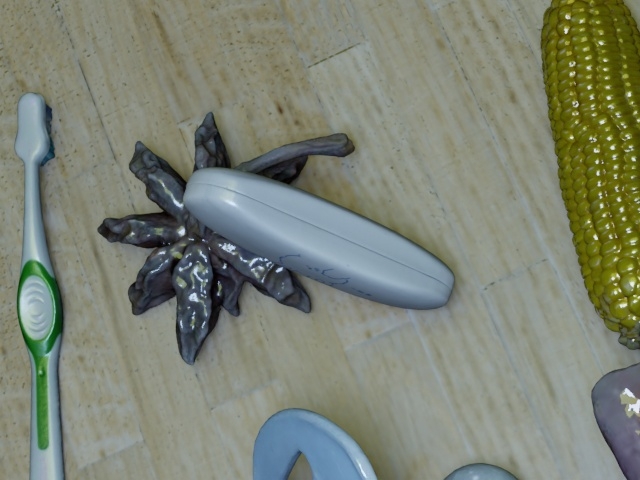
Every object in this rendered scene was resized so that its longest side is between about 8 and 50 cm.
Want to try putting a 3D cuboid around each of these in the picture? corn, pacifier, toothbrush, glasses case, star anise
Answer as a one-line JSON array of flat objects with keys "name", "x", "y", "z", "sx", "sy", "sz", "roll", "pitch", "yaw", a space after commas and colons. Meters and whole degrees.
[{"name": "corn", "x": 0.238, "y": -0.062, "z": 1.353, "sx": 0.106, "sy": 0.106, "sz": 0.305, "roll": -15, "pitch": 70, "yaw": 8}, {"name": "pacifier", "x": 0.067, "y": 0.248, "z": 1.284, "sx": 0.225, "sy": 0.238, "sz": 0.287, "roll": -22, "pitch": 61, "yaw": -27}, {"name": "toothbrush", "x": -0.244, "y": 0.071, "z": 1.460, "sx": 0.042, "sy": 0.040, "sz": 0.418, "roll": -7, "pitch": 73, "yaw": 9}, {"name": "glasses case", "x": 0.000, "y": 0.000, "z": 1.348, "sx": 0.233, "sy": 0.092, "sz": 0.059, "roll": 25, "pitch": 79, "yaw": -20}, {"name": "star anise", "x": -0.084, "y": -0.017, "z": 1.422, "sx": 0.209, "sy": 0.089, "sz": 0.231, "roll": 31, "pitch": 95, "yaw": 11}]

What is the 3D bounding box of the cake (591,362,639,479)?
[{"name": "cake", "x": 0.372, "y": 0.186, "z": 1.167, "sx": 0.237, "sy": 0.230, "sz": 0.309, "roll": -35, "pitch": 70, "yaw": 25}]
